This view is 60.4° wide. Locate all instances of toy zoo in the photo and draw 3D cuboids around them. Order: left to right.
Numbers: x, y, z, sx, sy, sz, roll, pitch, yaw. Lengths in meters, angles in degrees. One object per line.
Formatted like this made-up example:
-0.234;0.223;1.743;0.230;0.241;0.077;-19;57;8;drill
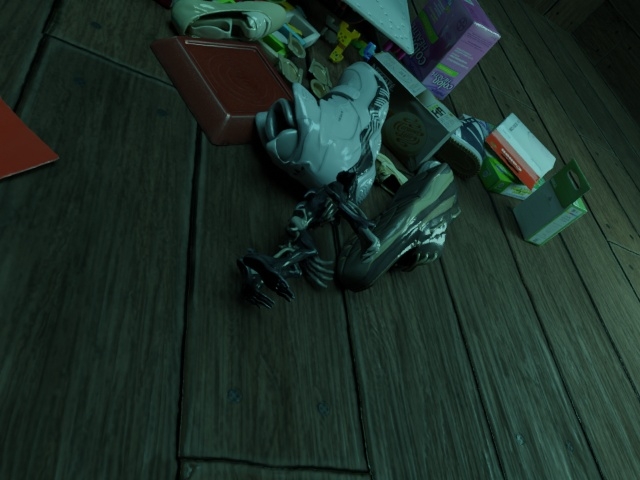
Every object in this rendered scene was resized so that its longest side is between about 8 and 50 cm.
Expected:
-0.116;-0.523;1.315;0.192;0.030;0.293;40;39;-3;toy zoo

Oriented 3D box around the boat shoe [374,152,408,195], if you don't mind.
0.136;-0.140;1.162;0.135;0.050;0.045;36;34;-9;boat shoe

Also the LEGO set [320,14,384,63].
0.078;-0.478;1.406;0.227;0.093;0.087;39;8;3;LEGO set

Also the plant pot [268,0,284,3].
-0.103;-0.629;1.344;0.083;0.083;0.079;33;28;-11;plant pot

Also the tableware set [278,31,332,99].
-0.031;-0.384;1.243;0.168;0.020;0.141;30;46;-35;tableware set

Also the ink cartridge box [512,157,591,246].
0.588;-0.091;1.370;0.062;0.209;0.109;17;46;-24;ink cartridge box

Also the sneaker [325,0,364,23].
0.011;-0.758;1.595;0.313;0.116;0.136;38;29;-17;sneaker

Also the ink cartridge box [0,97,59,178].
-0.542;-0.210;0.627;0.385;0.091;0.308;46;39;5;ink cartridge box

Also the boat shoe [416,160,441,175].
0.261;-0.122;1.225;0.079;0.081;0.228;35;40;-10;boat shoe

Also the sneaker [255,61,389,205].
0.008;-0.241;1.028;0.210;0.137;0.366;31;52;-30;sneaker

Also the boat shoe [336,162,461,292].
0.167;-0.011;0.995;0.355;0.132;0.130;-43;104;-36;boat shoe

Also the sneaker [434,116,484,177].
0.316;-0.300;1.417;0.282;0.099;0.153;44;43;-10;sneaker

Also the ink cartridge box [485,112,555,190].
0.556;-0.250;1.515;0.189;0.066;0.232;48;31;2;ink cartridge box

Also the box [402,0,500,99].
0.361;-0.581;1.599;0.117;0.243;0.214;10;50;-33;box

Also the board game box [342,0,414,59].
0.084;-0.703;1.472;0.389;0.050;0.390;28;44;-28;board game box

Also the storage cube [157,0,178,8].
-0.326;-0.628;1.114;0.193;0.184;0.215;31;40;-16;storage cube

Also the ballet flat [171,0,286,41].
-0.177;-0.441;1.126;0.248;0.086;0.086;-9;59;-23;ballet flat

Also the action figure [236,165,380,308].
0.000;0.000;0.835;0.141;0.164;0.275;48;53;-1;action figure

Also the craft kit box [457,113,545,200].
0.515;-0.230;1.562;0.246;0.061;0.250;6;51;-33;craft kit box

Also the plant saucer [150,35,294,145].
-0.158;-0.302;1.067;0.259;0.048;0.259;-16;66;-46;plant saucer

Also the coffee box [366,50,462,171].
0.187;-0.303;1.282;0.246;0.141;0.098;48;40;5;coffee box
